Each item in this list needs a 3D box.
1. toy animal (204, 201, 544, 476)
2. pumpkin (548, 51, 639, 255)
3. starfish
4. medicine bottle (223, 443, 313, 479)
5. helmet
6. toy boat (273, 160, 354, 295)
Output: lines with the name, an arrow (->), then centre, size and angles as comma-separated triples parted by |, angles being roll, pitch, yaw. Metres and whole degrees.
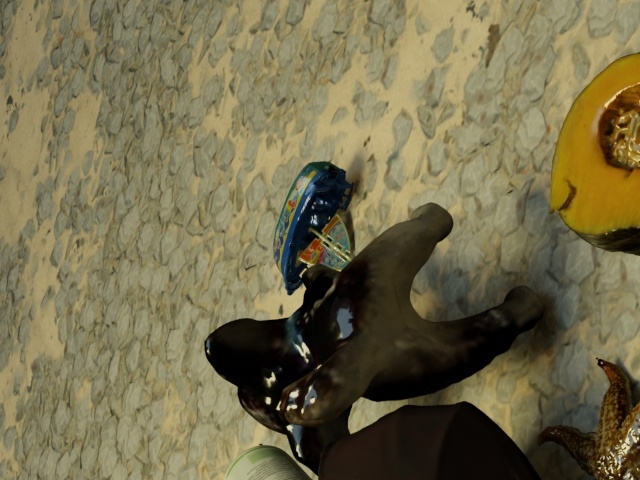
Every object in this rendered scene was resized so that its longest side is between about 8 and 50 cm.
toy animal -> 0.013, 0.121, 1.953 | 0.194, 0.303, 0.344 | 53, 144, -3
pumpkin -> 0.340, -0.053, 1.667 | 0.317, 0.139, 0.221 | 4, 78, 57
starfish -> 0.278, 0.206, 1.735 | 0.238, 0.057, 0.213 | -109, 36, -45
medicine bottle -> -0.031, 0.280, 1.902 | 0.183, 0.086, 0.086 | 37, 110, 60
helmet -> 0.142, 0.281, 1.789 | 0.177, 0.225, 0.305 | -37, 73, 1
toy boat -> 0.000, 0.000, 2.286 | 0.110, 0.091, 0.175 | 37, 116, 29
